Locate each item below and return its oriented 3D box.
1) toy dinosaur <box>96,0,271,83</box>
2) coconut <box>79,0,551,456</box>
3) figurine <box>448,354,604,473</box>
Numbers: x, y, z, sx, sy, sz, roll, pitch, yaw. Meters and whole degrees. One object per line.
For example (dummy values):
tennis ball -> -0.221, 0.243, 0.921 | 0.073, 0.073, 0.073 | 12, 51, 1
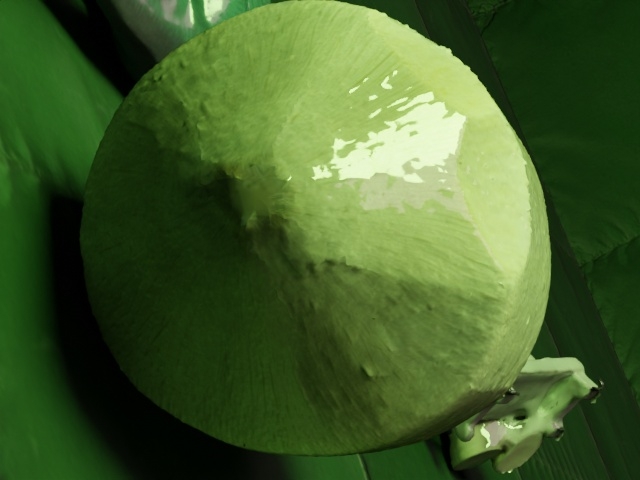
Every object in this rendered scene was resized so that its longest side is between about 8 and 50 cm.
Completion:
toy dinosaur -> -0.065, -0.096, 1.141 | 0.383, 0.129, 0.331 | -49, 121, -73
coconut -> 0.000, 0.000, 0.885 | 0.237, 0.237, 0.266 | 69, 13, 18
figurine -> 0.121, 0.058, 1.439 | 0.256, 0.182, 0.144 | 65, -29, 30
